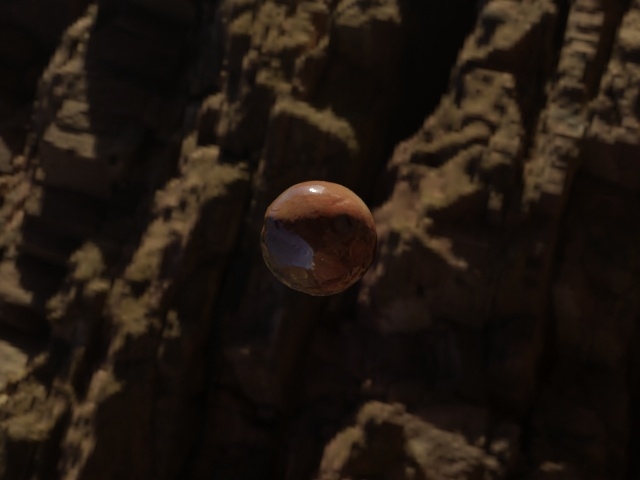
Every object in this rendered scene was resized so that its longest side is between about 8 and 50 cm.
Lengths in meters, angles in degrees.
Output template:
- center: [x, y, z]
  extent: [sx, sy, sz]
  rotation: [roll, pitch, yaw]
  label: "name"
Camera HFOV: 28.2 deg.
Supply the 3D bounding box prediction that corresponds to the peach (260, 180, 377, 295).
- center: [0.000, -0.002, 0.884]
  extent: [0.083, 0.083, 0.083]
  rotation: [13, -90, -76]
  label: "peach"
